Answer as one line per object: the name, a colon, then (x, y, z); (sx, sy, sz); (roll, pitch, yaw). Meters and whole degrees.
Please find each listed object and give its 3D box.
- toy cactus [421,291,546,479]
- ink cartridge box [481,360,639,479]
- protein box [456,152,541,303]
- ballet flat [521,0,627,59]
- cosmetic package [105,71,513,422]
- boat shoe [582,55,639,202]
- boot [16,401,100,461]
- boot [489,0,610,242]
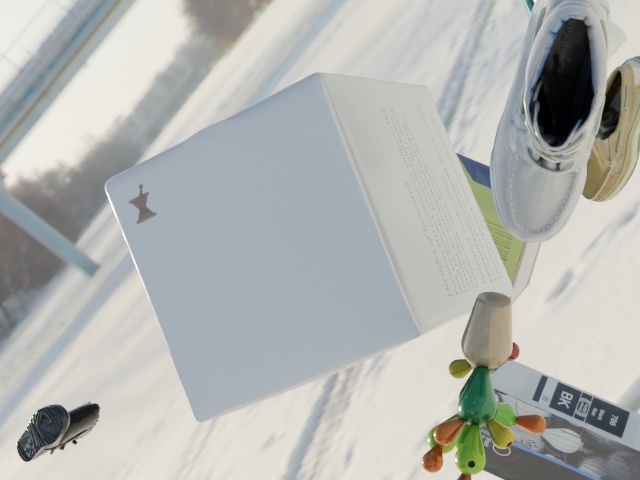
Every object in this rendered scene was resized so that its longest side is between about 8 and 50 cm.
toy cactus: (0.166, 0.141, 1.170); (0.219, 0.112, 0.180); (-45, -36, -58)
ink cartridge box: (0.348, 0.274, 1.482); (0.065, 0.332, 0.165); (-58, -16, -44)
protein box: (0.272, -0.009, 2.067); (0.136, 0.199, 0.201); (-41, -31, -48)
ballet flat: (0.301, -0.414, 1.647); (0.139, 0.400, 0.139); (-27, -1, 0)
cosmetic package: (0.000, 0.000, 1.553); (0.329, 0.327, 0.393); (-24, -5, 25)
boat shoe: (0.318, -0.121, 1.333); (0.072, 0.068, 0.190); (-14, -48, -31)
boot: (-0.316, 0.227, 1.485); (0.099, 0.045, 0.121); (-21, -20, -49)
boot: (0.199, -0.097, 1.056); (0.123, 0.095, 0.258); (-62, -22, -62)
